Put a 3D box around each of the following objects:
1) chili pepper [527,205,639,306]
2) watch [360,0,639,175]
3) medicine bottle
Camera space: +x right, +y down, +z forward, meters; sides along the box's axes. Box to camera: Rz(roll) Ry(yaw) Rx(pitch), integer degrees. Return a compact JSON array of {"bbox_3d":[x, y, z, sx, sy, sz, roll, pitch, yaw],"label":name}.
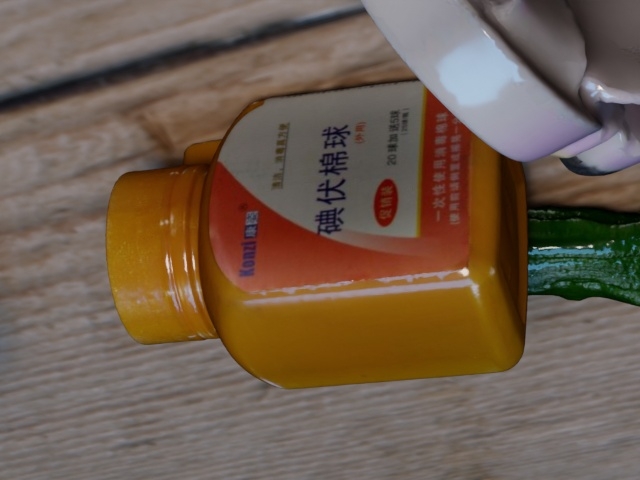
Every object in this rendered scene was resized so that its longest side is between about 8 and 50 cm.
[{"bbox_3d":[0.164,0.010,1.181,0.224,0.061,0.098,5,156,0],"label":"chili pepper"},{"bbox_3d":[0.145,-0.156,0.875,0.231,0.196,0.244,-42,130,20],"label":"watch"},{"bbox_3d":[0.000,0.000,1.101,0.222,0.149,0.112,-6,144,15],"label":"medicine bottle"}]
